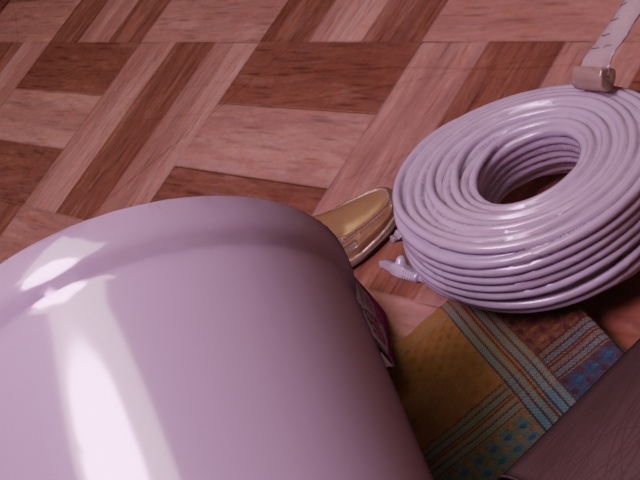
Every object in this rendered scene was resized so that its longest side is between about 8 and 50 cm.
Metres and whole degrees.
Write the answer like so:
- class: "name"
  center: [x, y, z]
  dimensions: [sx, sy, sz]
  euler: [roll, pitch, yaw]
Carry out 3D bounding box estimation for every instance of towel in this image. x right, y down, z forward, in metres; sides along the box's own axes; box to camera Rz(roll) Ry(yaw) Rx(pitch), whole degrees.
- class: "towel"
  center: [0.092, 0.189, 0.997]
  dimensions: [0.370, 0.040, 0.271]
  euler: [-41, 35, 6]

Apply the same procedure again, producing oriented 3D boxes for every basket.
- class: "basket"
  center: [0.263, 0.127, 0.790]
  dimensions: [0.227, 0.154, 0.204]
  euler: [-50, 41, -13]

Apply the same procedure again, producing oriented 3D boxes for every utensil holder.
- class: "utensil holder"
  center: [-0.065, 0.217, 0.798]
  dimensions: [0.327, 0.327, 0.386]
  euler: [-34, 59, 16]

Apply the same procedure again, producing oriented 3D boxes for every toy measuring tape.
- class: "toy measuring tape"
  center: [0.353, -0.246, 1.096]
  dimensions: [0.121, 0.121, 0.330]
  euler: [19, 71, 52]

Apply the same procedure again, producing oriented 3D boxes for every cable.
- class: "cable"
  center: [0.191, -0.045, 1.044]
  dimensions: [0.257, 0.089, 0.257]
  euler: [-40, 34, -17]

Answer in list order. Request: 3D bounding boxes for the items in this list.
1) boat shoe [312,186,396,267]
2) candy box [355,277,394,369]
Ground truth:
- class: "boat shoe"
  center: [0.000, 0.000, 1.245]
  dimensions: [0.190, 0.072, 0.068]
  euler: [-39, 36, 10]
- class: "candy box"
  center: [-0.043, 0.138, 1.108]
  dimensions: [0.233, 0.071, 0.159]
  euler: [-40, 11, 10]
